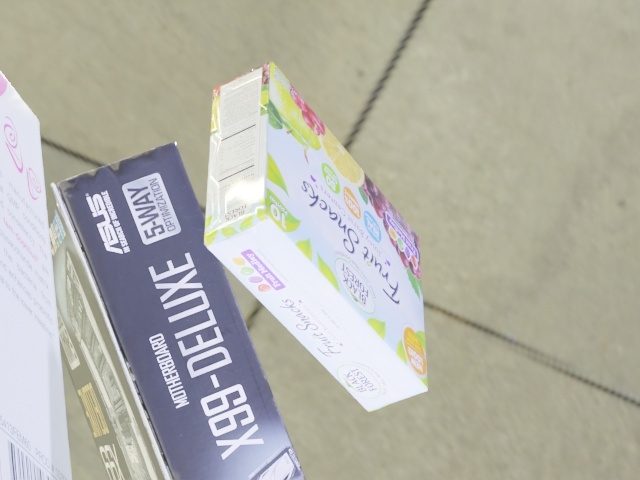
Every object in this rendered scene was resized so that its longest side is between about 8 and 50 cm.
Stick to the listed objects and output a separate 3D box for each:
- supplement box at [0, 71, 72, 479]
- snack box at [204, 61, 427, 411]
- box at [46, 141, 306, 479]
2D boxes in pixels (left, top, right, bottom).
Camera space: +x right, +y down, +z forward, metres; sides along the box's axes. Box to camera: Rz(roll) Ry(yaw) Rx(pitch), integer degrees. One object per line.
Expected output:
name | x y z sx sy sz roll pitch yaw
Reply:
supplement box | -0.162 0.031 0.653 0.113 0.111 0.220 -15 58 10
snack box | 0.000 0.000 0.852 0.037 0.141 0.100 -22 43 24
box | -0.098 0.088 1.122 0.076 0.307 0.243 -20 88 -14
